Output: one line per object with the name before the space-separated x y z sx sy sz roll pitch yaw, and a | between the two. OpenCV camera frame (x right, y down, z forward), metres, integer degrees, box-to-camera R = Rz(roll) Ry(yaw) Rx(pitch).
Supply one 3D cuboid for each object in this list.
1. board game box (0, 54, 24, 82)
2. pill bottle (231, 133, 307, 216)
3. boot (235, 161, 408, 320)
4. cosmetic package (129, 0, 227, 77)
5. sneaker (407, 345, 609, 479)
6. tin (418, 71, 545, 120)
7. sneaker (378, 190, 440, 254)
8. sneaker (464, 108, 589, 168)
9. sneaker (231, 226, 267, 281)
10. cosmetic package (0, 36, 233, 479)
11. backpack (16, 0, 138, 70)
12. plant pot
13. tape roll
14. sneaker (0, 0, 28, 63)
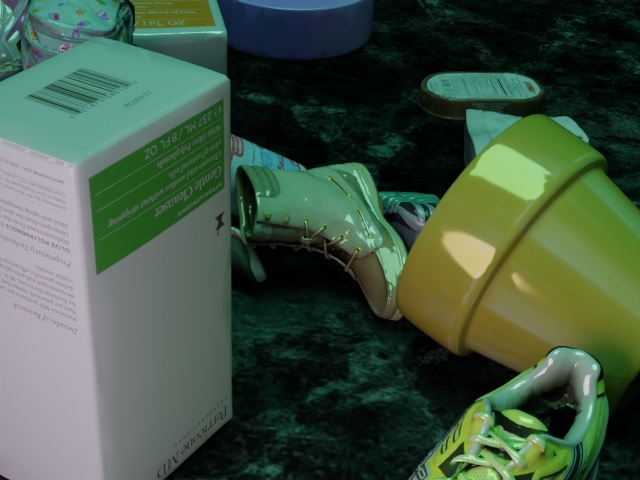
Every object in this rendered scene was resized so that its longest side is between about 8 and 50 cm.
board game box | -0.314 -0.094 1.443 0.291 0.141 0.232 20 35 25
pill bottle | -0.069 -0.063 1.425 0.160 0.087 0.087 22 23 -27
boot | 0.000 0.000 1.328 0.165 0.077 0.213 0 52 -28
cosmetic package | -0.275 -0.321 1.793 0.230 0.161 0.453 -4 32 -11
sneaker | 0.118 0.214 0.988 0.145 0.147 0.384 22 38 24
tin | 0.241 -0.216 1.795 0.189 0.040 0.106 -1 36 -7
sneaker | 0.103 -0.003 1.414 0.083 0.098 0.224 4 8 -3
sneaker | 0.271 -0.091 1.530 0.169 0.108 0.292 2 31 3
sneaker | -0.121 0.015 1.383 0.065 0.061 0.158 -37 42 -17
cosmetic package | -0.189 0.037 1.034 0.155 0.366 0.197 19 38 26
backpack | -0.297 -0.244 1.443 0.152 0.115 0.182 4 34 -5
plant pot | 0.244 0.041 1.208 0.239 0.254 0.254 38 44 21
tape roll | -0.048 -0.393 1.999 0.274 0.090 0.275 3 31 -2
sneaker | -0.448 -0.342 1.803 0.111 0.252 0.103 15 -13 -19
